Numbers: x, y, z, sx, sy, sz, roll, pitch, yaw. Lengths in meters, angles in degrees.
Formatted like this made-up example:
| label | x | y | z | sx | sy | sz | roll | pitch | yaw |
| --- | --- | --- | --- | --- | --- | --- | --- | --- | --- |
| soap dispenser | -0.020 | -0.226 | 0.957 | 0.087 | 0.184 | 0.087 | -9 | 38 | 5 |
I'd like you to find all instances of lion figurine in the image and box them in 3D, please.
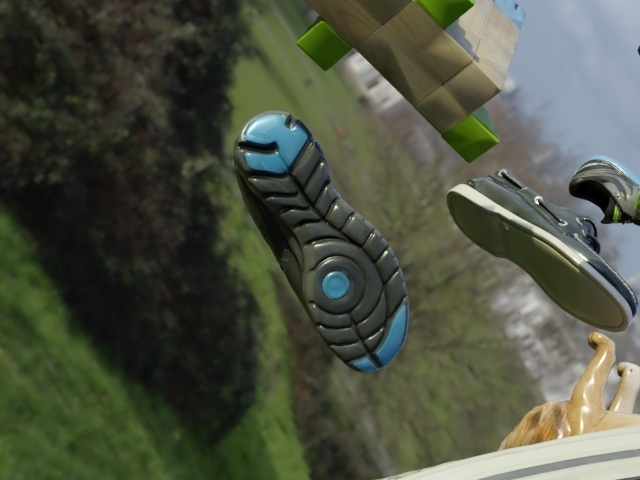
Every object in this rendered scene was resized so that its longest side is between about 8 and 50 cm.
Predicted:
| label | x | y | z | sx | sy | sz | roll | pitch | yaw |
| --- | --- | --- | --- | --- | --- | --- | --- | --- | --- |
| lion figurine | 0.373 | 0.249 | 1.711 | 0.392 | 0.240 | 0.142 | 7 | -28 | 43 |

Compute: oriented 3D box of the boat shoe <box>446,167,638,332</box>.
| label | x | y | z | sx | sy | sz | roll | pitch | yaw |
| --- | --- | --- | --- | --- | --- | --- | --- | --- | --- |
| boat shoe | 0.324 | 0.001 | 2.076 | 0.340 | 0.113 | 0.127 | 34 | -30 | 43 |

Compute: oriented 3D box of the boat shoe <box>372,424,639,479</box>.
| label | x | y | z | sx | sy | sz | roll | pitch | yaw |
| --- | --- | --- | --- | --- | --- | --- | --- | --- | --- |
| boat shoe | 0.159 | 0.206 | 0.963 | 0.187 | 0.500 | 0.156 | 138 | -55 | -68 |

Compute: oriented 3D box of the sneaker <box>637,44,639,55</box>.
| label | x | y | z | sx | sy | sz | roll | pitch | yaw |
| --- | --- | --- | --- | --- | --- | --- | --- | --- | --- |
| sneaker | 0.421 | -0.216 | 1.590 | 0.130 | 0.109 | 0.286 | 41 | -4 | 6 |

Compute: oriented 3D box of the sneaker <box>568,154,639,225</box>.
| label | x | y | z | sx | sy | sz | roll | pitch | yaw |
| --- | --- | --- | --- | --- | --- | --- | --- | --- | --- |
| sneaker | 0.379 | -0.036 | 1.816 | 0.188 | 0.078 | 0.067 | 32 | -36 | 31 |

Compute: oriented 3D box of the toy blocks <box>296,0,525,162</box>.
| label | x | y | z | sx | sy | sz | roll | pitch | yaw |
| --- | --- | --- | --- | --- | --- | --- | --- | --- | --- |
| toy blocks | 0.101 | -0.309 | 1.759 | 0.381 | 0.191 | 0.261 | 43 | 36 | -14 |

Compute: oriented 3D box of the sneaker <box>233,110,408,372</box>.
| label | x | y | z | sx | sy | sz | roll | pitch | yaw |
| --- | --- | --- | --- | --- | --- | --- | --- | --- | --- |
| sneaker | 0.000 | 0.000 | 1.851 | 0.340 | 0.125 | 0.140 | 65 | -12 | -4 |
